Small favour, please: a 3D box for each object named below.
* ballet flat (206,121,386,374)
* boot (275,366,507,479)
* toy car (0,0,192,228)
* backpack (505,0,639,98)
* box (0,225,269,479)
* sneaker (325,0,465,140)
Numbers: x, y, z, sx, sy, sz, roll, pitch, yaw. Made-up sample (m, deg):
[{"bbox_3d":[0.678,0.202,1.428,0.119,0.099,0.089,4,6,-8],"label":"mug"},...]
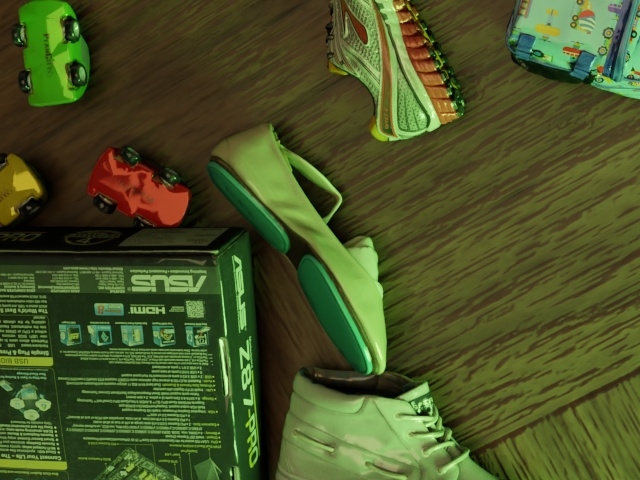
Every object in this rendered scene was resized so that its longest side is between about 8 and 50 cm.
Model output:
[{"bbox_3d":[0.000,0.000,1.159,0.086,0.086,0.248,-38,84,14],"label":"ballet flat"},{"bbox_3d":[0.087,0.184,1.140,0.258,0.095,0.123,10,104,14],"label":"boot"},{"bbox_3d":[-0.233,-0.108,1.217,0.239,0.053,0.225,-5,94,14],"label":"toy car"},{"bbox_3d":[0.248,-0.190,1.057,0.173,0.117,0.158,21,101,8],"label":"backpack"},{"bbox_3d":[-0.249,0.147,1.197,0.394,0.097,0.318,-1,104,14],"label":"box"},{"bbox_3d":[0.033,-0.187,1.125,0.092,0.088,0.225,-28,88,16],"label":"sneaker"}]
